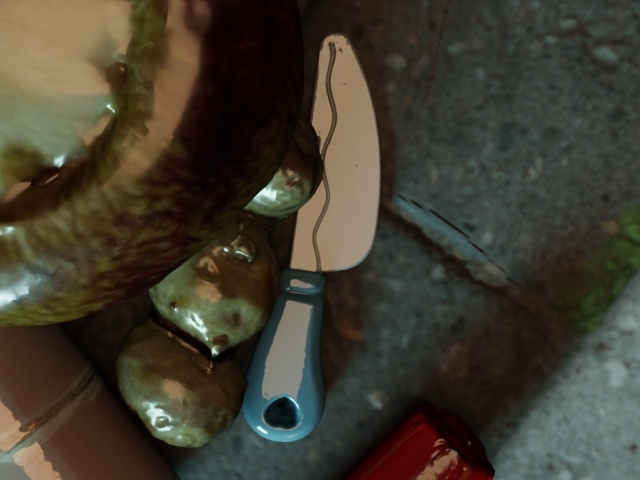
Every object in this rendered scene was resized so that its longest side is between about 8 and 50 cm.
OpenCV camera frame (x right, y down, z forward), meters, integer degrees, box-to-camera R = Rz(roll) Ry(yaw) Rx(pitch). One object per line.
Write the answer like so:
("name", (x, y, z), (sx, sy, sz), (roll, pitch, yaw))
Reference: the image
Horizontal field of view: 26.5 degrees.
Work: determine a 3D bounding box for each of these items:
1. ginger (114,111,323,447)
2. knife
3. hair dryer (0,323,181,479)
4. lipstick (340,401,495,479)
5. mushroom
("ginger", (-0.059, 0.017, 0.764), (0.080, 0.104, 0.204), (17, 98, -27))
("knife", (0.002, 0.001, 0.805), (0.058, 0.032, 0.244), (14, 95, 1))
("hair dryer", (-0.260, 0.179, 0.806), (0.344, 0.107, 0.189), (-34, 100, 14))
("lipstick", (-0.010, 0.213, 0.813), (0.073, 0.073, 0.279), (42, 97, -6))
("mushroom", (-0.188, -0.120, 0.649), (0.346, 0.259, 0.345), (-1, 87, 19))
